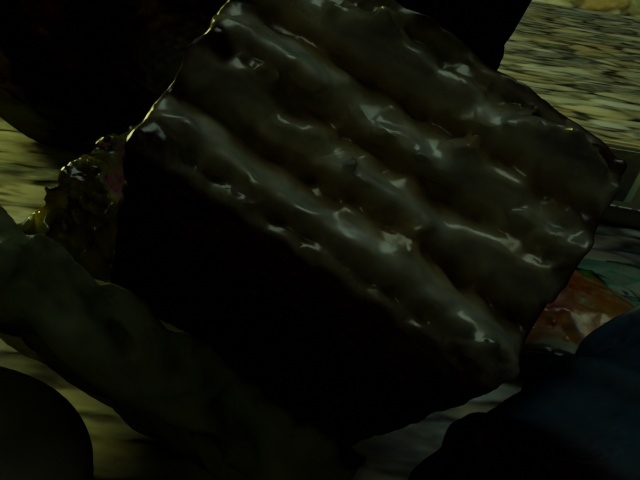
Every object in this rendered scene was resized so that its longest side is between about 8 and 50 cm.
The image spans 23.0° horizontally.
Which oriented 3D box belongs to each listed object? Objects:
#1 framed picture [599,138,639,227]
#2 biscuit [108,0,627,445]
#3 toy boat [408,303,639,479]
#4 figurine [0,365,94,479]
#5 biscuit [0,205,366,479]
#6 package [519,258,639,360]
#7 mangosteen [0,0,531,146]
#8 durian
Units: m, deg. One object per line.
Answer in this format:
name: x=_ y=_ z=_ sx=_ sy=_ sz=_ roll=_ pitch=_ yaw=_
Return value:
framed picture: x=0.109 y=-0.056 z=1.092 sx=0.260 sy=0.023 sz=0.189 roll=12 pitch=18 yaw=15
biscuit: x=0.000 y=0.000 z=0.465 sx=0.106 sy=0.070 sz=0.252 roll=33 pitch=-14 yaw=-2
toy boat: x=0.117 y=0.080 z=0.336 sx=0.142 sy=0.129 sz=0.309 roll=-11 pitch=12 yaw=-13
figurine: x=-0.187 y=0.007 z=0.458 sx=0.250 sy=0.141 sz=0.166 roll=1 pitch=14 yaw=-23
biscuit: x=-0.118 y=-0.004 z=0.488 sx=0.273 sy=0.036 sz=0.187 roll=40 pitch=-11 yaw=-33
package: x=0.129 y=0.034 z=0.711 sx=0.232 sy=0.040 sz=0.166 roll=17 pitch=16 yaw=29
mangosteen: x=-0.054 y=-0.201 z=0.946 sx=0.381 sy=0.381 sz=0.421 roll=-5 pitch=-19 yaw=-40
durian: x=-0.045 y=0.009 z=0.662 sx=0.108 sy=0.119 sz=0.186 roll=48 pitch=38 yaw=6
